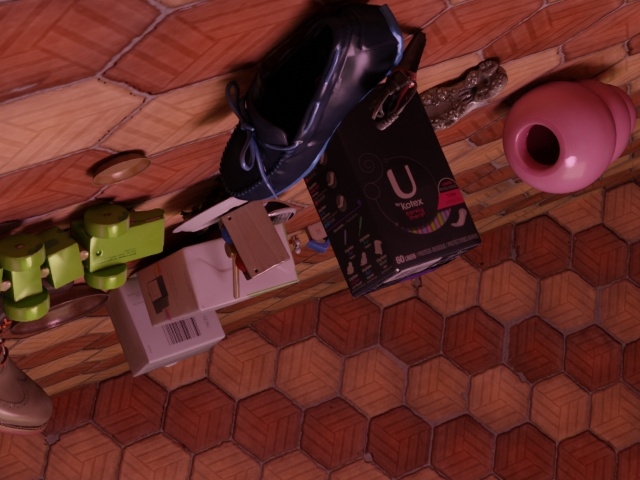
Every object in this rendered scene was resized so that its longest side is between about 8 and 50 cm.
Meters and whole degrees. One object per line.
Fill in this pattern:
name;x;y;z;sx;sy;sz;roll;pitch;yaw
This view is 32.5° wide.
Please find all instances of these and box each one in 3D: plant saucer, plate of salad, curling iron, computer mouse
plant saucer;-0.502;0.127;2.098;0.198;0.036;0.198;-21;171;-4
plate of salad;-0.156;-0.066;1.790;0.200;0.048;0.200;-27;-179;0
plant saucer;-0.265;-0.096;1.455;0.083;0.015;0.083;-23;170;-4
curling iron;0.105;-0.201;1.323;0.068;0.035;0.274;-50;-174;28
computer mouse;-0.138;-0.043;1.990;0.193;0.042;0.106;-13;163;-19

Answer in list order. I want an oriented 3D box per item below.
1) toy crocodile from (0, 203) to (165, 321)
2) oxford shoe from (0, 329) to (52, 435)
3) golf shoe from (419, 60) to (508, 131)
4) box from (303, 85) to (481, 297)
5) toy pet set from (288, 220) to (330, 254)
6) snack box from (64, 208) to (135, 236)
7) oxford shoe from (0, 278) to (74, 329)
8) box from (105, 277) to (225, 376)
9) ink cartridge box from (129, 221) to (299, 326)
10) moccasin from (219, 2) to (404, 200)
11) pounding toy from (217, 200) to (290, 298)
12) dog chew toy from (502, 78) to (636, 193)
toy crocodile;-0.375;0.020;1.590;0.340;0.105;0.115;-21;131;-33
oxford shoe;-0.502;0.168;1.606;0.130;0.123;0.348;-37;128;11
golf shoe;0.220;-0.222;1.754;0.176;0.069;0.086;-24;177;16
box;0.091;-0.077;1.617;0.165;0.270;0.143;-17;169;-31
toy pet set;0.000;0.000;2.478;0.122;0.065;0.114;-21;171;-14
snack box;-0.354;0.000;1.719;0.141;0.037;0.100;-19;170;-17
oxford shoe;-0.501;0.108;1.707;0.271;0.098;0.097;-17;168;6
box;-0.321;0.158;2.254;0.181;0.182;0.119;-17;167;-32
ink cartridge box;-0.211;0.073;2.072;0.207;0.119;0.353;-16;178;-27
moccasin;-0.045;-0.169;1.308;0.117;0.138;0.342;-9;150;-42
pounding toy;-0.121;0.016;1.809;0.100;0.130;0.141;-27;180;-9
dog chew toy;0.486;-0.211;2.068;0.206;0.206;0.332;-31;176;42
